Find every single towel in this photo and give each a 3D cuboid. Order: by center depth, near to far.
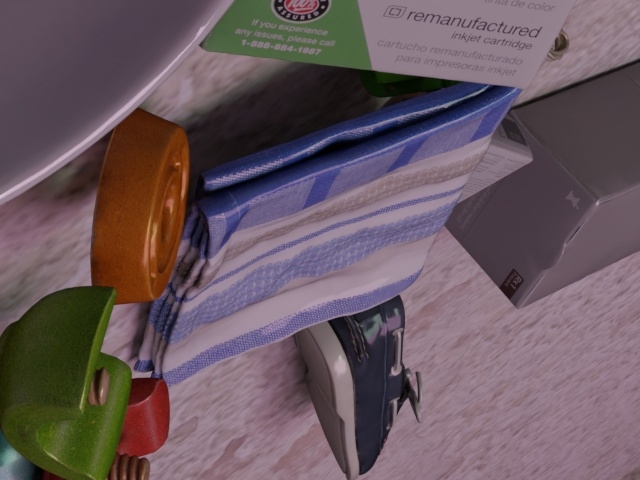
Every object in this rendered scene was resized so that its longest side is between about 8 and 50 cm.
[{"bbox_3d":[0.000,0.000,1.147,0.209,0.034,0.285,-21,163,-19],"label":"towel"}]

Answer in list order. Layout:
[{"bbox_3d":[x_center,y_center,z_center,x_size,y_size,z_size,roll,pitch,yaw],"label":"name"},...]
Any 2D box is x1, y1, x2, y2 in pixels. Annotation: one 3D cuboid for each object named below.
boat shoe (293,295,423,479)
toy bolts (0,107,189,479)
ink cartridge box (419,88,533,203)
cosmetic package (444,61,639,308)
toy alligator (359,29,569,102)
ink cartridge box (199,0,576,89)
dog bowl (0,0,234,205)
[{"bbox_3d":[0.031,0.104,1.456,0.079,0.095,0.254,-26,149,-9],"label":"boat shoe"},{"bbox_3d":[-0.163,0.049,0.975,0.228,0.158,0.218,90,10,-53],"label":"toy bolts"},{"bbox_3d":[0.037,-0.034,1.265,0.179,0.045,0.145,-27,166,19],"label":"ink cartridge box"},{"bbox_3d":[0.215,-0.051,1.444,0.238,0.107,0.127,-18,151,-43],"label":"cosmetic package"},{"bbox_3d":[0.077,-0.105,1.141,0.051,0.056,0.190,-4,-173,39],"label":"toy alligator"},{"bbox_3d":[0.046,-0.170,0.753,0.154,0.093,0.212,5,134,-24],"label":"ink cartridge box"},{"bbox_3d":[-0.133,-0.115,0.635,0.265,0.104,0.265,-35,160,-15],"label":"dog bowl"}]
